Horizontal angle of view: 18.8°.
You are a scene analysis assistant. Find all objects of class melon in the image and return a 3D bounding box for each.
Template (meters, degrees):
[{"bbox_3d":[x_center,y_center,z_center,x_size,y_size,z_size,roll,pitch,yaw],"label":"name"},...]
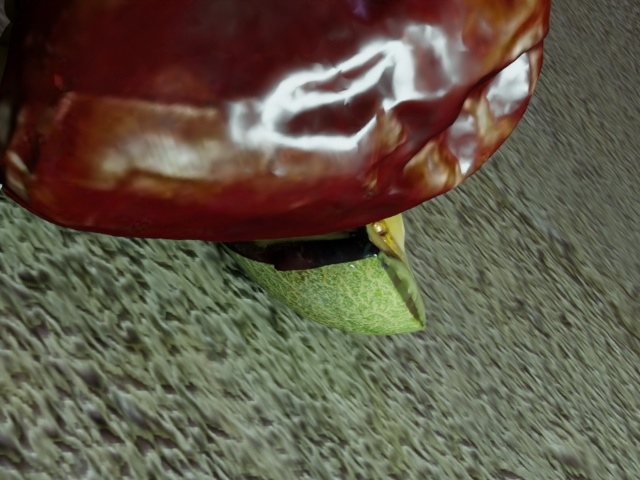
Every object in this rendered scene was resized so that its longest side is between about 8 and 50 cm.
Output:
[{"bbox_3d":[0.000,0.000,0.951,0.128,0.079,0.160,56,11,-35],"label":"melon"}]

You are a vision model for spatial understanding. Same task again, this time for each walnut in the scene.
[{"bbox_3d":[-0.034,-0.113,0.849,0.244,0.269,0.221,-162,-115,-72],"label":"walnut"}]

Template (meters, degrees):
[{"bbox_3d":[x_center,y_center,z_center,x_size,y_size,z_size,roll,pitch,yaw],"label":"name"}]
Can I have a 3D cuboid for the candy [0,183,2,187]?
[{"bbox_3d":[-0.207,-0.091,0.534,0.295,0.185,0.295,36,28,-22],"label":"candy"}]
